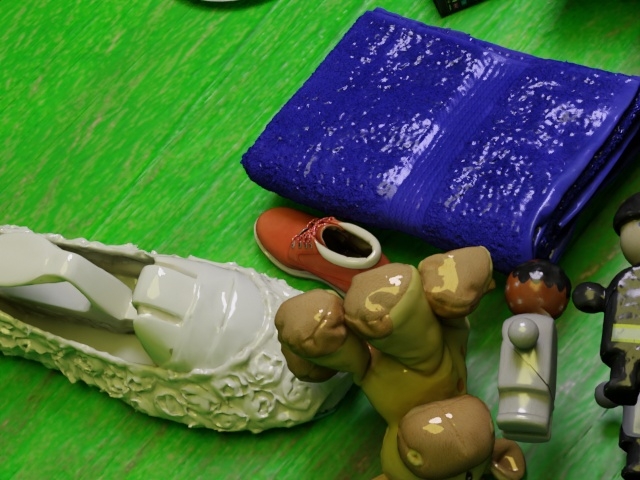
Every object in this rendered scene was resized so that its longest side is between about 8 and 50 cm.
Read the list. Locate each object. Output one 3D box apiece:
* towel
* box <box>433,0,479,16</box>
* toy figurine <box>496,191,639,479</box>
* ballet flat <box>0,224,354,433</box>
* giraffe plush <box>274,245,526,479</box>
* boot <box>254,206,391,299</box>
[{"bbox_3d":[0.108,-0.097,1.275,0.308,0.076,0.227,18,53,34],"label":"towel"},{"bbox_3d":[0.138,-0.263,1.426,0.083,0.052,0.062,-22,53,3],"label":"box"},{"bbox_3d":[0.240,0.074,1.060,0.213,0.209,0.148,20,65,-23],"label":"toy figurine"},{"bbox_3d":[-0.166,0.061,1.256,0.409,0.147,0.147,10,61,21],"label":"ballet flat"},{"bbox_3d":[0.072,0.118,1.130,0.181,0.210,0.170,-19,76,13],"label":"giraffe plush"},{"bbox_3d":[0.000,0.000,1.276,0.158,0.084,0.059,27,70,31],"label":"boot"}]
